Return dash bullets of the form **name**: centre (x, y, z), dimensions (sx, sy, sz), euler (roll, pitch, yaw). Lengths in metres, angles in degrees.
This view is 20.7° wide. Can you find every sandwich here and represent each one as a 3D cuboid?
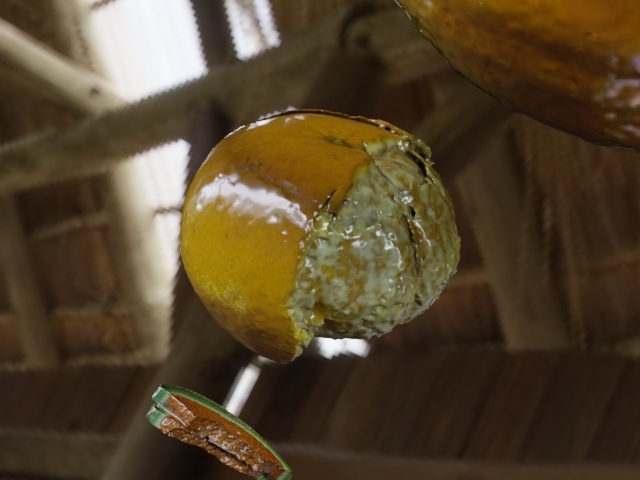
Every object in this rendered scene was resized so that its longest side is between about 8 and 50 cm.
- **sandwich**: centre (-0.082, 0.155, 1.388), dimensions (0.135, 0.029, 0.067), euler (35, 9, -22)

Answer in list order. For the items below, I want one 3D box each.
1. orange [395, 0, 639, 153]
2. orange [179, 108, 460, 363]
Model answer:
- **orange**: centre (0.133, -0.194, 0.657), dimensions (0.274, 0.310, 0.274), euler (3, 15, -1)
- **orange**: centre (0.000, 0.000, 0.950), dimensions (0.156, 0.156, 0.134), euler (22, -54, 12)
